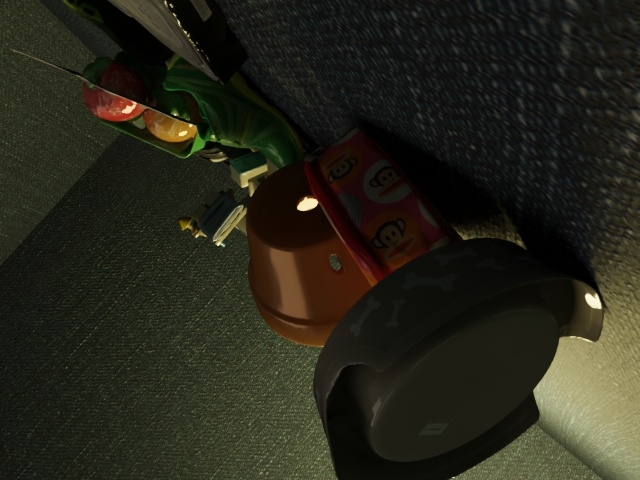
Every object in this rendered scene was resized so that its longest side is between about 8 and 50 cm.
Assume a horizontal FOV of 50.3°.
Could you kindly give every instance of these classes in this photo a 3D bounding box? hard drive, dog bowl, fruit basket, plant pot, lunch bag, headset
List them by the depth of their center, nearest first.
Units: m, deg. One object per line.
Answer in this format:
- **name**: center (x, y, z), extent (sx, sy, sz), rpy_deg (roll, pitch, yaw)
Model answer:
- **dog bowl**: center (0.148, 0.145, 0.781), extent (0.349, 0.349, 0.102), rpy_deg (45, -172, -47)
- **lunch bag**: center (0.102, -0.011, 0.879), extent (0.293, 0.120, 0.258), rpy_deg (46, -170, -46)
- **hard drive**: center (-0.268, -0.371, 0.931), extent (0.339, 0.064, 0.237), rpy_deg (40, 176, 18)
- **plant pot**: center (0.000, 0.000, 1.141), extent (0.291, 0.291, 0.203), rpy_deg (38, 158, 38)
- **fruit basket**: center (-0.350, -0.285, 1.314), extent (0.327, 0.165, 0.353), rpy_deg (24, -178, 14)
- **headset**: center (-0.274, -0.235, 1.582), extent (0.394, 0.185, 0.243), rpy_deg (45, 175, -8)

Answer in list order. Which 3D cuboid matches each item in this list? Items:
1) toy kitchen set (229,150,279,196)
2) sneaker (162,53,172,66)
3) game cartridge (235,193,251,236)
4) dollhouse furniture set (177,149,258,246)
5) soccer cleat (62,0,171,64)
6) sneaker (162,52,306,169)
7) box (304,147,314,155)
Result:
- **toy kitchen set**: center (-0.089, -0.165, 1.376), extent (0.207, 0.122, 0.166), rpy_deg (45, 149, 39)
- **sneaker**: center (-0.370, -0.422, 1.402), extent (0.170, 0.051, 0.089), rpy_deg (36, 176, -31)
- **game cartridge**: center (-0.158, -0.093, 1.965), extent (0.060, 0.196, 0.294), rpy_deg (43, 175, -24)
- **dollhouse furniture set**: center (-0.268, -0.132, 1.816), extent (0.198, 0.303, 0.286), rpy_deg (42, 176, -28)
- **soccer cleat**: center (-0.401, -0.435, 1.269), extent (0.289, 0.093, 0.121), rpy_deg (42, 178, -15)
- **sneaker**: center (-0.144, -0.202, 1.157), extent (0.295, 0.123, 0.109), rpy_deg (42, 176, -24)
- **box**: center (-0.012, -0.078, 1.313), extent (0.036, 0.114, 0.207), rpy_deg (55, -175, 37)
